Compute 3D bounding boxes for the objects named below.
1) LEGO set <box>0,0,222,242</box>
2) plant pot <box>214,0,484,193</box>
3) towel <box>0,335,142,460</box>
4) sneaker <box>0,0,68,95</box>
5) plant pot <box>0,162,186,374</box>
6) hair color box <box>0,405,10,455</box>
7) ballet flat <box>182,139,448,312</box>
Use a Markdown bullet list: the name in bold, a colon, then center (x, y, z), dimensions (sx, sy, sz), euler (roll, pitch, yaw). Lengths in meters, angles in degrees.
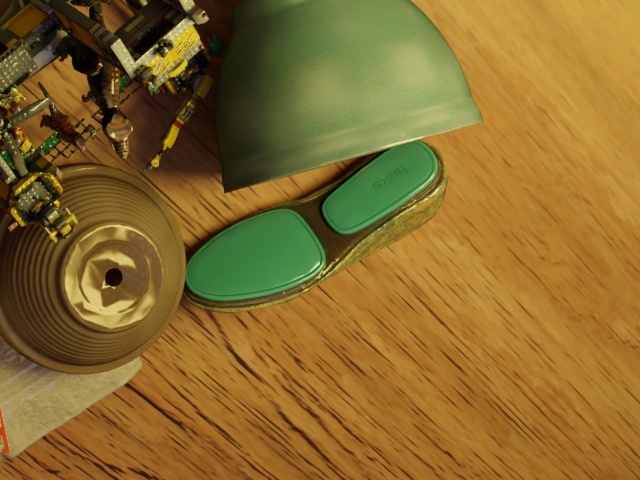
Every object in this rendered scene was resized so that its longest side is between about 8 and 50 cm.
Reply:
- **LEGO set**: center (-0.224, -0.140, 1.627), dimensions (0.331, 0.192, 0.255), euler (-38, 138, -19)
- **plant pot**: center (0.012, -0.183, 1.743), dimensions (0.293, 0.293, 0.196), euler (-16, 93, -17)
- **towel**: center (-0.363, 0.151, 1.846), dimensions (0.282, 0.049, 0.187), euler (-33, 124, -8)
- **sneaker**: center (-0.358, -0.185, 1.676), dimensions (0.192, 0.064, 0.086), euler (-42, 127, -9)
- **plant pot**: center (-0.245, 0.036, 1.768), dimensions (0.237, 0.110, 0.237), euler (-3, 97, -28)
- **hair color box**: center (-0.384, 0.147, 1.752), dimensions (0.053, 0.093, 0.167), euler (-15, 118, -16)
- **ballet flat**: center (0.000, 0.000, 1.912), dimensions (0.348, 0.123, 0.123), euler (-30, 123, -7)
